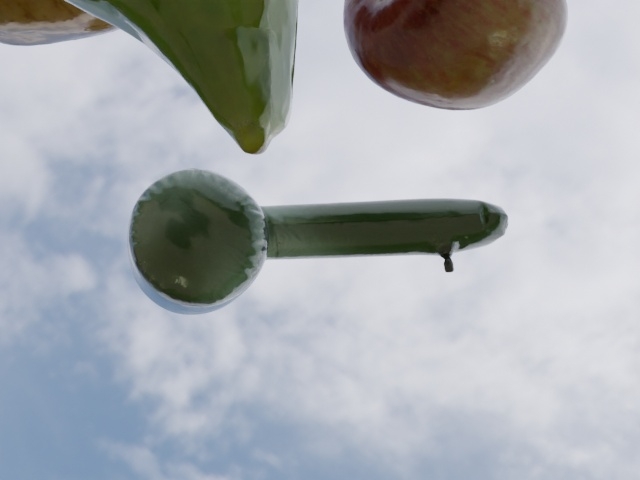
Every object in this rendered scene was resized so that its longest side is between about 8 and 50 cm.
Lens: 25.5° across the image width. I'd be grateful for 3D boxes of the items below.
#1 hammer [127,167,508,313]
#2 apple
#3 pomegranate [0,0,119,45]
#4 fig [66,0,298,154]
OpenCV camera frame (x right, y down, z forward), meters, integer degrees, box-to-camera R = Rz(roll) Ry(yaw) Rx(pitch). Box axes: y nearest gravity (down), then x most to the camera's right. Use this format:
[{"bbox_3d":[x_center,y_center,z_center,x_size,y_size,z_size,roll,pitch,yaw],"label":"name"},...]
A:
[{"bbox_3d":[0.000,0.000,1.238,0.336,0.206,0.118,-2,-94,-6],"label":"hammer"},{"bbox_3d":[0.096,-0.160,0.986,0.146,0.146,0.131,-30,-45,34],"label":"apple"},{"bbox_3d":[-0.191,-0.248,0.936,0.248,0.248,0.248,11,-60,20],"label":"pomegranate"},{"bbox_3d":[-0.075,-0.166,0.626,0.206,0.206,0.275,-32,-110,34],"label":"fig"}]
